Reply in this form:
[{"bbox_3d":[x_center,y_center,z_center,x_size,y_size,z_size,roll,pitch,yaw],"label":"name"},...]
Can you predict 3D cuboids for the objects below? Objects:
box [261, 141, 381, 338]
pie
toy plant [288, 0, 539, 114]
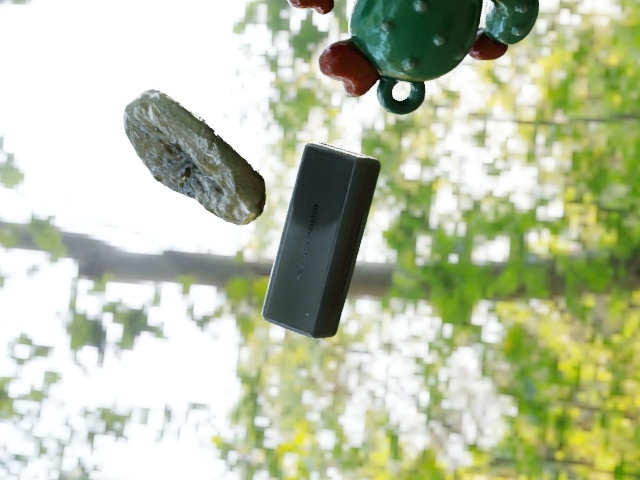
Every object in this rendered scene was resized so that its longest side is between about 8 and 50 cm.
[{"bbox_3d":[0.000,0.000,2.325,0.055,0.103,0.243,2,-76,-57],"label":"box"},{"bbox_3d":[-0.159,-0.112,2.232,0.052,0.218,0.185,-44,-33,-24],"label":"pie"},{"bbox_3d":[0.131,-0.311,1.781,0.279,0.185,0.400,1,-69,-51],"label":"toy plant"}]
